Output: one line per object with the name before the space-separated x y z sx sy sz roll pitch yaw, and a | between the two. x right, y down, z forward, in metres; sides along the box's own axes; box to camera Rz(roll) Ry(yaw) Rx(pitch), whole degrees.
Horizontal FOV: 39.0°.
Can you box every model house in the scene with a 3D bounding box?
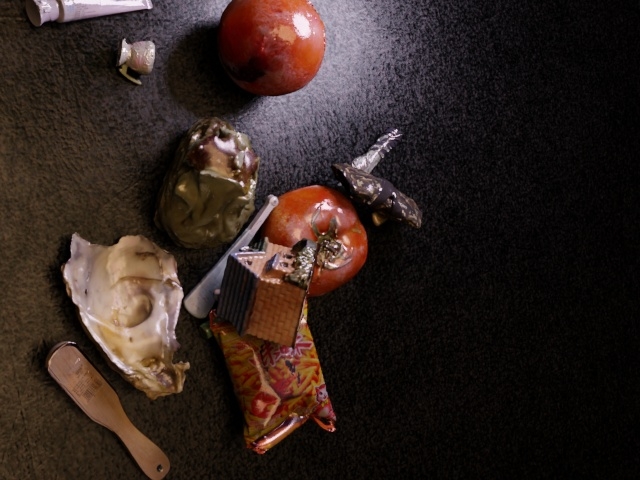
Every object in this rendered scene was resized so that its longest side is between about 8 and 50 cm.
model house | -0.102 0.073 1.652 0.172 0.183 0.166 13 119 2

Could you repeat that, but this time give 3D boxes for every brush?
brush | -0.378 0.304 1.594 0.070 0.065 0.327 -49 119 -30

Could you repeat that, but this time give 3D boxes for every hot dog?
hot dog | 0.131 -0.056 1.919 0.090 0.034 0.030 -34 99 -45

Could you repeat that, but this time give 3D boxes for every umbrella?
umbrella | 0.099 -0.171 1.908 0.188 0.046 0.050 -47 105 -19

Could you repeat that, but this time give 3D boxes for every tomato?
tomato | 0.000 0.000 1.807 0.236 0.095 0.237 2 86 -30
tomato | -0.098 -0.374 1.713 0.184 0.208 0.208 -29 101 -30

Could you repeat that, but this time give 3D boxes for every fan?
fan | -0.164 0.029 1.736 0.057 0.023 0.282 42 76 -21

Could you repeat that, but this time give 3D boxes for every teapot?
teapot | -0.343 -0.330 1.659 0.064 0.064 0.083 8 114 -22

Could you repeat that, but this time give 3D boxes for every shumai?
shumai | -0.180 -0.109 1.648 0.189 0.218 0.256 21 73 -22

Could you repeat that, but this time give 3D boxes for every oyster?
oyster | -0.340 0.121 1.601 0.275 0.100 0.271 22 73 -14

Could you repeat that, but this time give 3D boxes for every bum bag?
bum bag | 0.124 -0.091 1.849 0.248 0.102 0.069 22 102 -33

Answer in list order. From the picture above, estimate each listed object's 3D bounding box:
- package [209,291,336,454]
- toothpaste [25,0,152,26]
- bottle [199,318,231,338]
package | -0.092 0.251 1.728 0.223 0.108 0.288 -11 81 -37
toothpaste | -0.413 -0.438 1.629 0.234 0.057 0.089 -27 102 -35
bottle | -0.190 0.155 1.722 0.083 0.030 0.030 -31 102 -29
